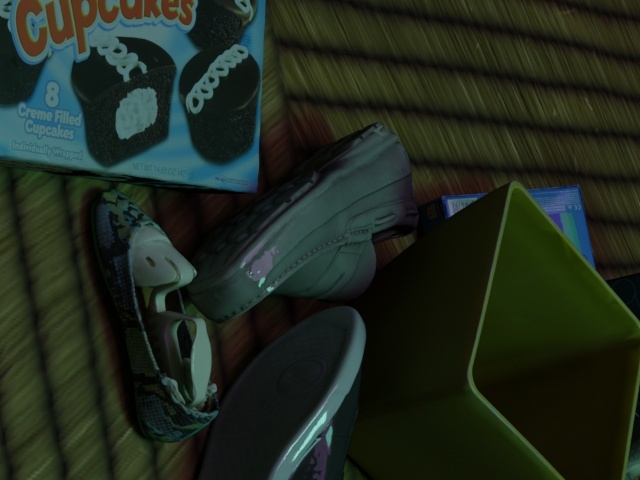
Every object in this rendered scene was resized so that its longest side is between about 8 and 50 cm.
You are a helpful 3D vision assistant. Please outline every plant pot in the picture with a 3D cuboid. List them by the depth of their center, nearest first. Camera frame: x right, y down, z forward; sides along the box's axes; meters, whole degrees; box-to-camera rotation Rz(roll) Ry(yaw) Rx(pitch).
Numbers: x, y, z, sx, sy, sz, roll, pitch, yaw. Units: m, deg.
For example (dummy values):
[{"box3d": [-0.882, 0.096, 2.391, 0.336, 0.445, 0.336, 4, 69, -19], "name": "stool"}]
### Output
[{"box3d": [0.123, 0.114, 1.544, 0.212, 0.187, 0.212, 46, 43, -31], "name": "plant pot"}]

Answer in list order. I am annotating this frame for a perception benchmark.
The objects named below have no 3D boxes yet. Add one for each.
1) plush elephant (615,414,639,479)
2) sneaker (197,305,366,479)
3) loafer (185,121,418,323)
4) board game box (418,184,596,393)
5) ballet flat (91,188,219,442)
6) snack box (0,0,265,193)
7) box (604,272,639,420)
[{"box3d": [0.264, 0.277, 1.626, 0.330, 0.272, 0.255, 51, 15, 23], "name": "plush elephant"}, {"box3d": [-0.012, 0.195, 1.406, 0.147, 0.104, 0.296, 51, 46, -34], "name": "sneaker"}, {"box3d": [0.000, 0.000, 1.486, 0.111, 0.112, 0.319, 62, 34, -7], "name": "loafer"}, {"box3d": [0.185, 0.059, 1.735, 0.160, 0.047, 0.210, -5, 80, -30], "name": "board game box"}, {"box3d": [-0.111, 0.049, 1.346, 0.070, 0.070, 0.188, -14, 88, -57], "name": "ballet flat"}, {"box3d": [-0.160, -0.139, 1.315, 0.322, 0.060, 0.187, 6, 85, -53], "name": "snack box"}, {"box3d": [0.348, 0.106, 1.808, 0.143, 0.270, 0.165, -5, 81, -57], "name": "box"}]
